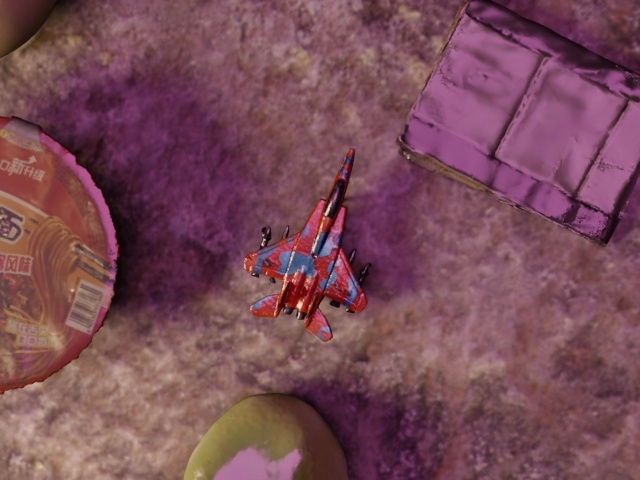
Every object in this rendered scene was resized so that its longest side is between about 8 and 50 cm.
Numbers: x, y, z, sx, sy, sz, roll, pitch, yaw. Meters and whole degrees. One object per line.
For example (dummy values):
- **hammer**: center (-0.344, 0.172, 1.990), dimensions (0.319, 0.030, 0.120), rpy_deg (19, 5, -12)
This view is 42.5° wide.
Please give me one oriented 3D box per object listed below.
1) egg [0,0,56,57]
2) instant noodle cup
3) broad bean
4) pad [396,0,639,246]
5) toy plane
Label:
- **egg**: center (-0.363, -0.251, 0.762), dimensions (0.253, 0.188, 0.189), rpy_deg (-10, 93, 16)
- **instant noodle cup**: center (-0.319, 0.009, 0.825), dimensions (0.273, 0.091, 0.274), rpy_deg (0, 95, 5)
- **broad bean**: center (-0.054, 0.269, 0.820), dimensions (0.169, 0.100, 0.228), rpy_deg (-4, 92, -1)
- **pad**: center (0.211, -0.118, 0.803), dimensions (0.232, 0.022, 0.174), rpy_deg (24, 95, 2)
- **toy plane**: center (0.000, 0.000, 0.812), dimensions (0.130, 0.061, 0.189), rpy_deg (21, 92, 4)
